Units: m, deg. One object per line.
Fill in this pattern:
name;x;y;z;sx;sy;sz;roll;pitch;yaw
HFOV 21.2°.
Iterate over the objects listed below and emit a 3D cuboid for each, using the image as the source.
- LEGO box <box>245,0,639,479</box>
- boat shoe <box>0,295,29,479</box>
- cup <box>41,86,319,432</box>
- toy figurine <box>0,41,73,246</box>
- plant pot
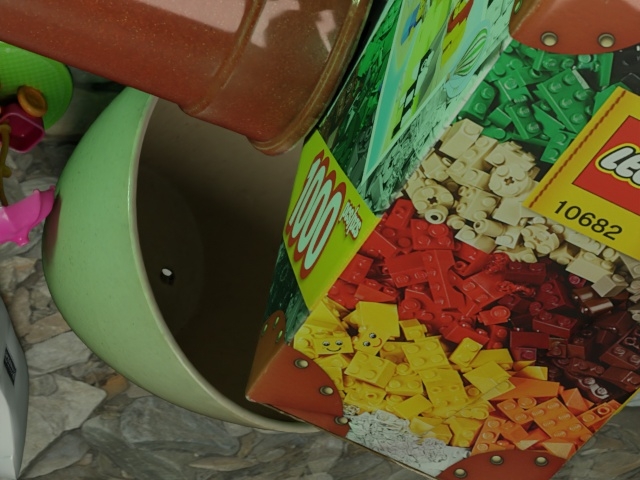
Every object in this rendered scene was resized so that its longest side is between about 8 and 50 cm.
LEGO box;0.149;-0.147;1.070;0.193;0.500;0.372;24;132;-12
boat shoe;-0.350;0.143;1.676;0.102;0.108;0.301;2;149;1
cup;-0.097;0.002;1.427;0.331;0.331;0.237;23;157;-39
toy figurine;-0.273;-0.071;1.364;0.130;0.159;0.173;-37;137;29
plant pot;-0.124;-0.217;1.150;0.265;0.272;0.272;13;137;-19
